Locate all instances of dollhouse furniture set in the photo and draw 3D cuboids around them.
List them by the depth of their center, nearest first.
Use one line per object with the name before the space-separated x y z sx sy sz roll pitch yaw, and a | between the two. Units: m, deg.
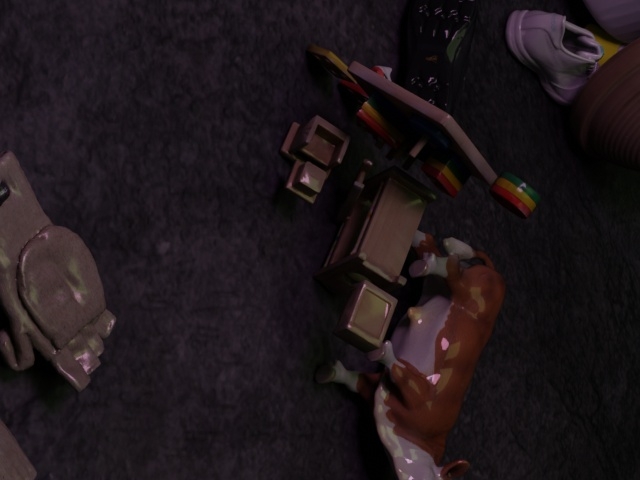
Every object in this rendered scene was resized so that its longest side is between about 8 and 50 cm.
dollhouse furniture set | 0.000 0.000 1.428 0.161 0.101 0.182 33 62 -19

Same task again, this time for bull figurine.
bull figurine | 0.103 0.132 1.518 0.188 0.101 0.310 45 56 -39

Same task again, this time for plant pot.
plant pot | 0.447 -0.160 1.837 0.237 0.237 0.110 16 39 -50

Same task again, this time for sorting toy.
sorting toy | 0.084 -0.105 1.405 0.046 0.274 0.132 -52 144 -4

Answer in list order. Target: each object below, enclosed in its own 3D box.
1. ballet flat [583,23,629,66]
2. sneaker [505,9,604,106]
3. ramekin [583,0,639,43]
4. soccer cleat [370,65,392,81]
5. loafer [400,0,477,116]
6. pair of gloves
ballet flat | 0.426 -0.211 1.952 0.231 0.077 0.077 52 50 -37
sneaker | 0.320 -0.226 1.806 0.212 0.094 0.080 25 68 -49
ramekin | 0.429 -0.392 1.882 0.277 0.135 0.277 20 64 -46
soccer cleat | 0.070 -0.146 1.542 0.035 0.029 0.083 -16 97 -46
loafer | 0.126 -0.203 1.588 0.078 0.076 0.223 87 15 -71
pair of gloves | -0.261 0.076 1.111 0.204 0.042 0.240 56 47 -30
